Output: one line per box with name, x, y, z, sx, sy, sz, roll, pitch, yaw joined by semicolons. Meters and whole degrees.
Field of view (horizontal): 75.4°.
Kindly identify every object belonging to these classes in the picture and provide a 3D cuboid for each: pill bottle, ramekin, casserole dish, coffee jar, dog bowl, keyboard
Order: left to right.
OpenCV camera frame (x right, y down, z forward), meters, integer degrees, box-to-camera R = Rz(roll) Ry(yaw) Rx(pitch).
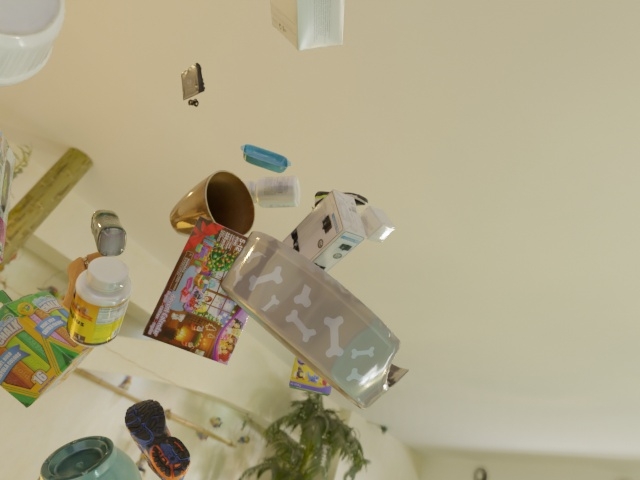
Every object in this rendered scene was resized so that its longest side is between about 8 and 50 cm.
ramekin;-0.528;-0.385;0.621;0.127;0.272;0.273;-9;-44;34
pill bottle;-0.514;0.142;0.969;0.117;0.117;0.215;26;-60;-8
coffee jar;-0.654;-0.028;1.274;0.079;0.096;0.184;2;22;-36
keyboard;-0.365;-0.437;1.188;0.023;0.108;0.180;-8;14;-30
casserole dish;-0.199;-0.291;1.485;0.189;0.114;0.037;15;-59;-16
pill bottle;-0.206;-0.200;1.723;0.230;0.131;0.131;-1;-37;7
dog bowl;-0.019;0.138;0.685;0.349;0.102;0.348;37;-16;13

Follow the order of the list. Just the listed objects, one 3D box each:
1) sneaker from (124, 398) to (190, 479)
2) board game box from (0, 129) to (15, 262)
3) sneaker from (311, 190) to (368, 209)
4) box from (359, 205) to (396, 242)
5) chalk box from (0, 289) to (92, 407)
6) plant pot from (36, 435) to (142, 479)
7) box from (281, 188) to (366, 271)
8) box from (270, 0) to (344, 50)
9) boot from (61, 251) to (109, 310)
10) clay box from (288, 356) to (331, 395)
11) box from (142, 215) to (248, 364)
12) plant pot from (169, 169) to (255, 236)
sneaker;-0.357;0.435;0.888;0.221;0.083;0.087;38;-53;37
board game box;-0.575;-0.107;0.642;0.098;0.223;0.303;0;-19;-23
sneaker;0.078;-0.138;1.650;0.235;0.097;0.084;6;-5;27
box;0.204;-0.060;1.545;0.102;0.101;0.087;9;-47;-49
chalk box;-0.798;0.263;1.128;0.289;0.180;0.179;43;2;-6
plant pot;-0.639;0.666;1.121;0.293;0.293;0.196;4;-76;24
box;0.000;0.000;1.294;0.087;0.169;0.290;17;-44;-35
box;-0.034;-0.565;0.954;0.119;0.181;0.181;-18;-41;-17
boot;-0.844;0.174;1.433;0.211;0.295;0.104;48;-22;24
clay box;-0.012;0.353;1.282;0.128;0.221;0.053;12;-27;2
box;-0.253;0.116;0.971;0.201;0.293;0.057;25;-12;-17
plant pot;-0.403;-0.097;1.470;0.255;0.237;0.237;-15;-47;31
